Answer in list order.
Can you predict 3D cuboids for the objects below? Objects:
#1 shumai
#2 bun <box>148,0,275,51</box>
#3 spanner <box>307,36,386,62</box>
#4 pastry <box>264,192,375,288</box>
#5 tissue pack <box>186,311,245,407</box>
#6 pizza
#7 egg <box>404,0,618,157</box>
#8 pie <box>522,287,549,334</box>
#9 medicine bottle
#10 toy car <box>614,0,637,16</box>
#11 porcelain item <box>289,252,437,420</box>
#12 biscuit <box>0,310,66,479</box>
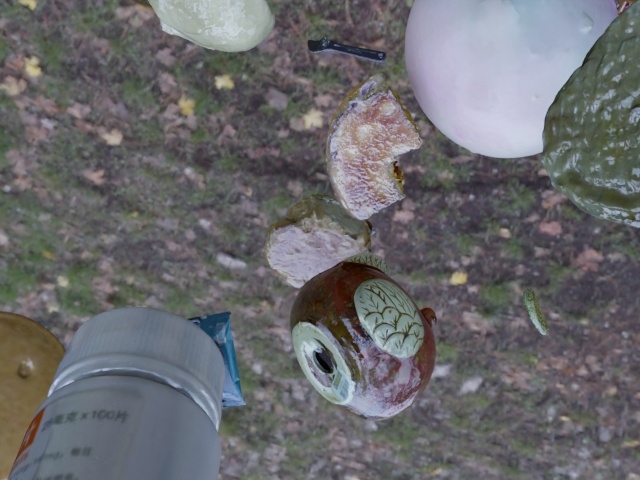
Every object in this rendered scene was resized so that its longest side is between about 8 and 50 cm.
[{"bbox_3d":[0.453,-0.119,0.911,0.329,0.292,0.288,-22,161,35],"label":"shumai"},{"bbox_3d":[-0.154,-0.311,0.937,0.222,0.127,0.222,53,180,0],"label":"bun"},{"bbox_3d":[0.060,-0.451,1.865,0.208,0.046,0.012,18,176,22],"label":"spanner"},{"bbox_3d":[0.000,0.000,1.591,0.228,0.100,0.219,-1,139,-7],"label":"pastry"},{"bbox_3d":[-0.158,0.177,1.142,0.085,0.138,0.028,-10,180,25],"label":"tissue pack"},{"bbox_3d":[0.088,-0.155,1.348,0.161,0.086,0.306,14,134,4],"label":"pizza"},{"bbox_3d":[0.296,-0.326,1.253,0.354,0.355,0.340,7,178,20],"label":"egg"},{"bbox_3d":[0.342,0.114,1.254,0.021,0.084,0.084,-23,140,19],"label":"pie"},{"bbox_3d":[-0.212,0.256,0.801,0.210,0.371,0.211,0,125,0],"label":"medicine bottle"},{"bbox_3d":[0.527,-0.461,1.378,0.235,0.145,0.235,48,162,21],"label":"toy car"},{"bbox_3d":[0.085,0.143,1.212,0.252,0.253,0.253,14,155,7],"label":"porcelain item"},{"bbox_3d":[-0.461,0.146,0.932,0.355,0.275,0.052,38,152,-9],"label":"biscuit"}]
